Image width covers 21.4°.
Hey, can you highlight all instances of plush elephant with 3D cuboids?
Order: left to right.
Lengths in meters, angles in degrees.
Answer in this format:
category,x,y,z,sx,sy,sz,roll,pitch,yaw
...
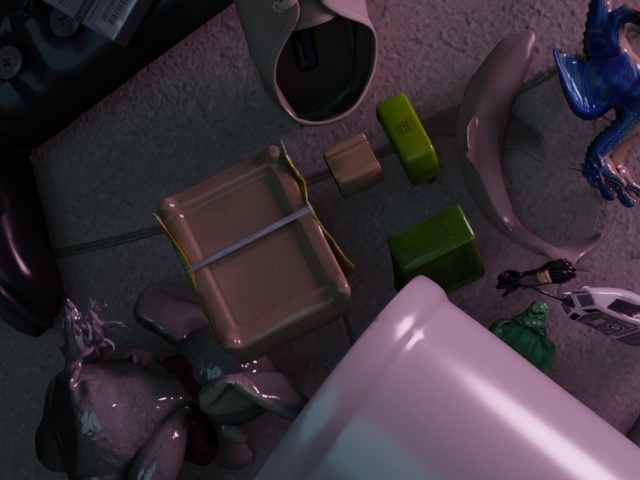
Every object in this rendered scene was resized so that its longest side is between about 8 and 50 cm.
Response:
category,x,y,z,sx,sy,sz,roll,pitch,yaw
plush elephant,-0.161,0.188,1.864,0.255,0.272,0.330,-6,125,-21

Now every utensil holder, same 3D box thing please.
category,x,y,z,sx,sy,sz,roll,pitch,yaw
utensil holder,0.156,0.274,1.674,0.385,0.327,0.327,36,97,7

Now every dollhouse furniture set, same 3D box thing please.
category,x,y,z,sx,sy,sz,roll,pitch,yaw
dollhouse furniture set,0.000,0.000,1.840,0.301,0.151,0.197,-26,72,-1

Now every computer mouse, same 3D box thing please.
category,x,y,z,sx,sy,sz,roll,pitch,yaw
computer mouse,0.291,0.064,1.805,0.193,0.106,0.042,23,66,-22

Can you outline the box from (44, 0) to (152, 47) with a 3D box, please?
category,x,y,z,sx,sy,sz,roll,pitch,yaw
box,-0.257,-0.319,1.861,0.186,0.038,0.145,31,91,16

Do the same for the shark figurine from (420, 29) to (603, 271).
category,x,y,z,sx,sy,sz,roll,pitch,yaw
shark figurine,0.191,-0.077,1.838,0.166,0.116,0.278,-19,83,14

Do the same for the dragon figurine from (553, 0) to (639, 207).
category,x,y,z,sx,sy,sz,roll,pitch,yaw
dragon figurine,0.299,-0.180,1.826,0.144,0.085,0.289,-28,84,11

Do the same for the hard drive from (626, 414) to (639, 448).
category,x,y,z,sx,sy,sz,roll,pitch,yaw
hard drive,0.385,0.286,1.810,0.172,0.054,0.255,28,95,13

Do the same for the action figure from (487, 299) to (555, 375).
category,x,y,z,sx,sy,sz,roll,pitch,yaw
action figure,0.190,0.168,1.855,0.137,0.063,0.232,31,100,14

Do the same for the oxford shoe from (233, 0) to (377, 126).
category,x,y,z,sx,sy,sz,roll,pitch,yaw
oxford shoe,-0.040,-0.306,1.769,0.169,0.130,0.449,-23,123,-6

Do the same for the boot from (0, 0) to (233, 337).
category,x,y,z,sx,sy,sz,roll,pitch,yaw
boot,-0.273,-0.160,1.944,0.445,0.146,0.367,-38,83,5
